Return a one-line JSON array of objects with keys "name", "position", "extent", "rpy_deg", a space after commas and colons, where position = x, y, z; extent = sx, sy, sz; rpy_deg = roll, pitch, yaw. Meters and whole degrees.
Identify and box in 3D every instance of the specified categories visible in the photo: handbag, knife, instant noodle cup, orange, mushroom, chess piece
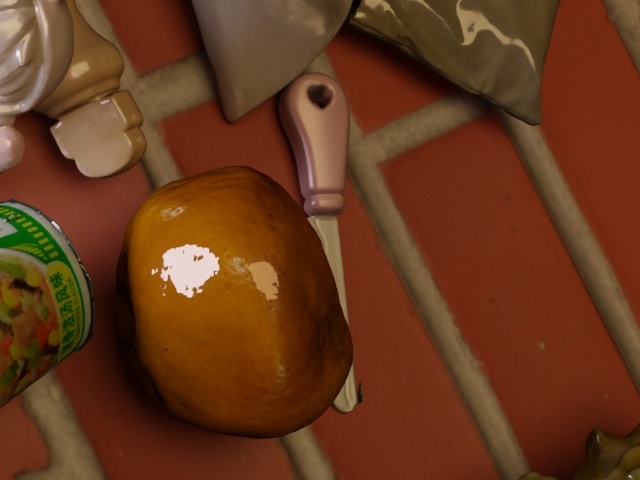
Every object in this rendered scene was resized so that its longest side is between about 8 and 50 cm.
[{"name": "handbag", "position": [0.160, -0.307, 1.863], "extent": [0.253, 0.109, 0.315], "rpy_deg": [24, 67, -23]}, {"name": "knife", "position": [-0.003, -0.001, 1.715], "extent": [0.081, 0.043, 0.336], "rpy_deg": [2, 77, -25]}, {"name": "instant noodle cup", "position": [-0.316, 0.072, 1.423], "extent": [0.233, 0.207, 0.207], "rpy_deg": [-32, 93, -41]}, {"name": "orange", "position": [-0.084, 0.062, 1.542], "extent": [0.183, 0.249, 0.249], "rpy_deg": [-28, 91, -18]}, {"name": "mushroom", "position": [-0.131, -0.322, 1.684], "extent": [0.177, 0.126, 0.397], "rpy_deg": [-43, 103, -24]}, {"name": "chess piece", "position": [-0.267, -0.238, 1.582], "extent": [0.117, 0.117, 0.397], "rpy_deg": [-27, 92, -34]}]

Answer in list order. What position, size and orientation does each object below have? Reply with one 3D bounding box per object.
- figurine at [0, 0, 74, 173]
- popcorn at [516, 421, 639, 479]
[{"name": "figurine", "position": [-0.279, -0.145, 1.459], "extent": [0.144, 0.257, 0.182], "rpy_deg": [14, 67, -30]}, {"name": "popcorn", "position": [0.347, 0.305, 1.701], "extent": [0.335, 0.279, 0.274], "rpy_deg": [-38, 116, -46]}]
